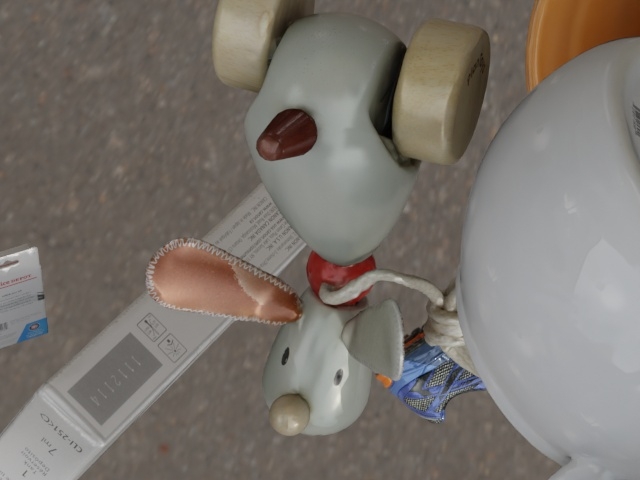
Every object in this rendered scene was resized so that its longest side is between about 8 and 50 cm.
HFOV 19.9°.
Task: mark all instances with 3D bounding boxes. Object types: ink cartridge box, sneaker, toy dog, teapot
[{"bbox_3d":[-0.157,0.108,1.401,0.066,0.296,0.261,45,135,0],"label":"ink cartridge box"},{"bbox_3d":[0.162,0.093,1.724,0.221,0.083,0.087,-33,99,14],"label":"sneaker"},{"bbox_3d":[0.000,0.000,1.081,0.220,0.161,0.334,0,120,29],"label":"toy dog"},{"bbox_3d":[-0.223,0.034,1.290,0.048,0.028,0.083,-18,135,-21],"label":"ink cartridge box"},{"bbox_3d":[0.159,0.037,0.929,0.187,0.256,0.252,-42,72,34],"label":"teapot"}]

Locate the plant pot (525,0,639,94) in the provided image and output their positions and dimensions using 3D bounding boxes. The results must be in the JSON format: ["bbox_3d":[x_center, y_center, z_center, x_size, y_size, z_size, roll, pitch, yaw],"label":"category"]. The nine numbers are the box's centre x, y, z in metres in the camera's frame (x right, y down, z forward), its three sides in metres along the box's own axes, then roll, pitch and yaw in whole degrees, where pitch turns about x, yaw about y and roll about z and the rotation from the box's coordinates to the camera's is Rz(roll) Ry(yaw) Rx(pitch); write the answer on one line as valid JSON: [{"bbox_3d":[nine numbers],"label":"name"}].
[{"bbox_3d":[0.327,-0.131,1.353,0.290,0.203,0.291,3,96,33],"label":"plant pot"}]
